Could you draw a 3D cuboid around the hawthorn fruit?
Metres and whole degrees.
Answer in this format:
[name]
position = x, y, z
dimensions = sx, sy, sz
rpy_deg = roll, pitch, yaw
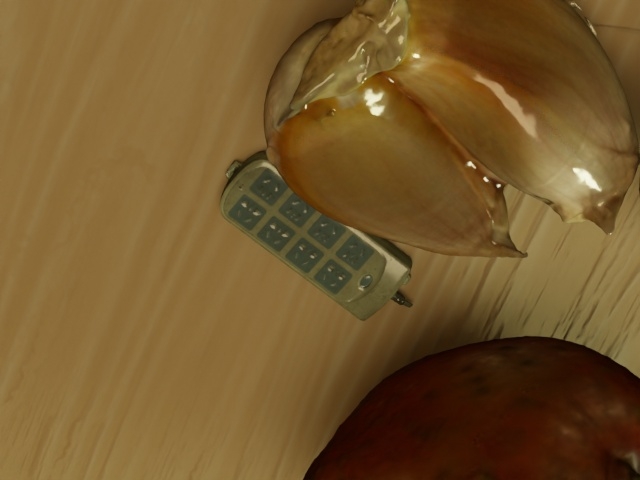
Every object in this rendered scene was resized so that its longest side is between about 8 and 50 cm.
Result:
[hawthorn fruit]
position = 0.189, 0.281, 1.640
dimensions = 0.403, 0.403, 0.402
rpy_deg = 2, 113, 5

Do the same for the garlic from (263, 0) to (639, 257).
[garlic]
position = 0.112, -0.116, 1.595
dimensions = 0.313, 0.249, 0.286
rpy_deg = 30, 97, -31

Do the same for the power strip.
[power strip]
position = 0.000, 0.000, 1.747
dimensions = 0.227, 0.029, 0.080
rpy_deg = 37, 111, -10
